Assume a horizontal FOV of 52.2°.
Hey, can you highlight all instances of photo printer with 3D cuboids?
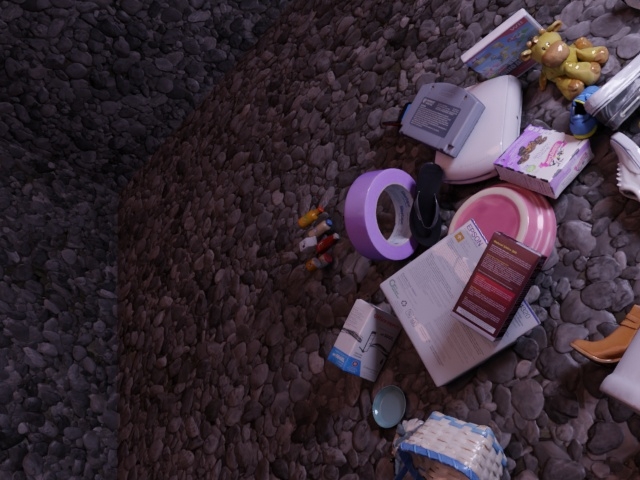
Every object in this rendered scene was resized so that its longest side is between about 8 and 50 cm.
[{"bbox_3d":[0.470,-0.317,1.956,0.255,0.107,0.308,-10,61,46],"label":"photo printer"}]

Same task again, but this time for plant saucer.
[{"bbox_3d":[0.200,0.473,1.855,0.119,0.021,0.120,-27,49,36],"label":"plant saucer"},{"bbox_3d":[0.473,-0.016,1.792,0.332,0.084,0.333,-27,50,37],"label":"plant saucer"}]

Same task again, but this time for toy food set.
[{"bbox_3d":[0.000,0.000,2.289,0.104,0.111,0.232,-37,42,29],"label":"toy food set"}]

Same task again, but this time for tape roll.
[{"bbox_3d":[0.199,-0.077,1.981,0.090,0.274,0.275,-1,68,48],"label":"tape roll"}]

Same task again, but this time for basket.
[{"bbox_3d":[0.290,0.565,1.528,0.289,0.201,0.254,-43,29,-28],"label":"basket"}]

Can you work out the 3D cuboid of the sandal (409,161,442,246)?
[{"bbox_3d":[0.315,-0.103,1.946,0.054,0.097,0.255,-77,-14,-79],"label":"sandal"}]

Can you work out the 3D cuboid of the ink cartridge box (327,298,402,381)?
[{"bbox_3d":[0.135,0.295,1.931,0.085,0.148,0.203,25,88,53],"label":"ink cartridge box"}]

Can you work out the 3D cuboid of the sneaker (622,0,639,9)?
[{"bbox_3d":[0.951,-0.727,1.664,0.322,0.130,0.236,10,66,55],"label":"sneaker"}]

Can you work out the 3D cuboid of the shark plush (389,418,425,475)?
[{"bbox_3d":[0.226,0.553,1.755,0.067,0.073,0.161,20,77,21],"label":"shark plush"}]

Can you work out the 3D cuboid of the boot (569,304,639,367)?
[{"bbox_3d":[0.668,0.211,1.449,0.197,0.073,0.153,18,83,39],"label":"boot"}]

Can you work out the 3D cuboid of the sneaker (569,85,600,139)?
[{"bbox_3d":[0.696,-0.356,1.705,0.069,0.082,0.209,-2,43,38],"label":"sneaker"}]

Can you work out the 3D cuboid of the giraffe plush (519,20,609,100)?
[{"bbox_3d":[0.658,-0.513,1.810,0.210,0.170,0.182,29,91,52],"label":"giraffe plush"}]

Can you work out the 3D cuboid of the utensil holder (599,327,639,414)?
[{"bbox_3d":[0.749,0.193,1.167,0.327,0.327,0.386,31,91,52],"label":"utensil holder"}]

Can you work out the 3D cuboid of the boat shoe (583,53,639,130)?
[{"bbox_3d":[0.810,-0.399,1.622,0.335,0.121,0.119,-41,83,1],"label":"boat shoe"}]

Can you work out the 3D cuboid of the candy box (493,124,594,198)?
[{"bbox_3d":[0.594,-0.215,1.748,0.165,0.070,0.196,-45,37,-10],"label":"candy box"}]

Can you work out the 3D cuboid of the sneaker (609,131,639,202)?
[{"bbox_3d":[0.746,-0.155,1.558,0.091,0.094,0.258,-36,45,23],"label":"sneaker"}]

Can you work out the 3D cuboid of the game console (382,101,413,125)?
[{"bbox_3d":[0.301,-0.436,2.241,0.144,0.124,0.085,10,102,51],"label":"game console"}]

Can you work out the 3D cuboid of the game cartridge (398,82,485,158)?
[{"bbox_3d":[0.367,-0.376,1.984,0.198,0.062,0.297,-57,33,6],"label":"game cartridge"}]

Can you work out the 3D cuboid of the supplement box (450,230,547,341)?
[{"bbox_3d":[0.435,0.112,1.603,0.130,0.073,0.240,33,105,29],"label":"supplement box"}]

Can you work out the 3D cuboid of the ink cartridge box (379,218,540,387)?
[{"bbox_3d":[0.364,0.167,1.730,0.330,0.071,0.324,-38,67,24],"label":"ink cartridge box"}]

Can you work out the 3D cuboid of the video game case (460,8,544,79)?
[{"bbox_3d":[0.546,-0.540,1.870,0.204,0.285,0.025,-35,66,30],"label":"video game case"}]
